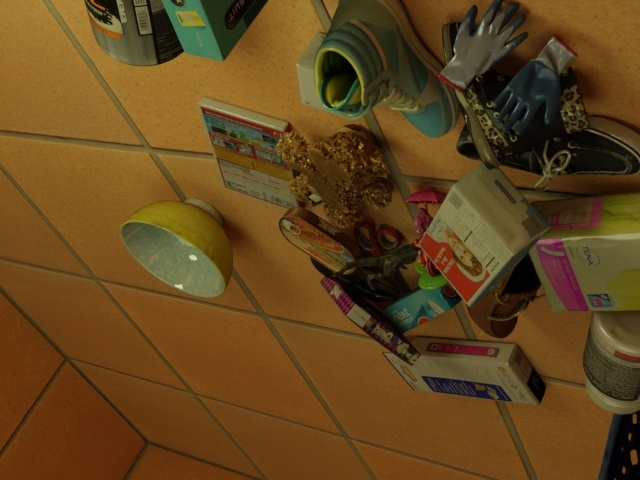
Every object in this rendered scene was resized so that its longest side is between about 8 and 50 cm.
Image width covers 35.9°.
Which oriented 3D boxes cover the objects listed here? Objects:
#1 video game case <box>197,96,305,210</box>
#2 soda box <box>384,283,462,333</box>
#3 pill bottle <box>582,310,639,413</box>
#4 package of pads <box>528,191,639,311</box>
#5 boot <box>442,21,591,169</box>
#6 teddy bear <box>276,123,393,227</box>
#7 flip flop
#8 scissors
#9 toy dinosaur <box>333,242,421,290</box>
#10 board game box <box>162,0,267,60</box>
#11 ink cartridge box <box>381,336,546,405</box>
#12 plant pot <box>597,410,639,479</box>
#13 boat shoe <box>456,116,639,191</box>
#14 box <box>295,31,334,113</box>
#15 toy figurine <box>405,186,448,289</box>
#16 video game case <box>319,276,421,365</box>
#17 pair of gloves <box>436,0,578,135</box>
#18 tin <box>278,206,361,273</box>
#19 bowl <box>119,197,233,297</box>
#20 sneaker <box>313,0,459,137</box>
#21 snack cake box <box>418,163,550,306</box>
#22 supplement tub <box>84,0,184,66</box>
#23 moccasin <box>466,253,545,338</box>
[{"bbox_3d":[-0.141,-0.175,2.092,0.204,0.025,0.285,19,150,20],"label":"video game case"},{"bbox_3d":[0.231,0.136,2.170,0.071,0.067,0.210,55,147,1],"label":"soda box"},{"bbox_3d":[0.589,0.211,1.892,0.161,0.161,0.283,19,150,19],"label":"pill bottle"},{"bbox_3d":[0.512,0.021,1.682,0.296,0.101,0.229,-4,138,28],"label":"package of pads"},{"bbox_3d":[0.297,-0.245,1.514,0.178,0.085,0.236,-18,96,20],"label":"boot"},{"bbox_3d":[0.034,-0.133,1.938,0.245,0.113,0.338,27,160,18],"label":"teddy bear"},{"bbox_3d":[0.080,0.055,2.214,0.112,0.080,0.277,-8,149,45],"label":"flip flop"},{"bbox_3d":[0.144,0.049,2.194,0.109,0.021,0.297,8,149,19],"label":"scissors"},{"bbox_3d":[0.145,0.048,2.051,0.268,0.064,0.118,-14,161,-11],"label":"toy dinosaur"},{"bbox_3d":[-0.155,-0.467,1.397,0.079,0.254,0.336,16,148,26],"label":"board game box"},{"bbox_3d":[0.342,0.312,2.384,0.371,0.069,0.176,-2,139,41],"label":"ink cartridge box"},{"bbox_3d":[0.760,0.472,2.092,0.236,0.236,0.212,-8,141,48],"label":"plant pot"},{"bbox_3d":[0.368,-0.143,1.587,0.306,0.105,0.113,19,150,20],"label":"boat shoe"},{"bbox_3d":[0.023,-0.284,1.699,0.102,0.087,0.101,20,150,18],"label":"box"},{"bbox_3d":[0.210,-0.018,1.902,0.130,0.173,0.159,-8,123,32],"label":"toy figurine"},{"bbox_3d":[0.112,0.178,2.276,0.210,0.042,0.232,38,-176,-21],"label":"video game case"},{"bbox_3d":[0.280,-0.256,1.460,0.198,0.023,0.159,38,111,5],"label":"pair of gloves"},{"bbox_3d":[0.000,0.000,2.070,0.189,0.040,0.106,34,144,2],"label":"tin"},{"bbox_3d":[-0.321,-0.010,2.386,0.289,0.156,0.289,23,151,13],"label":"bowl"},{"bbox_3d":[0.096,-0.236,1.584,0.127,0.208,0.319,-4,137,44],"label":"sneaker"},{"bbox_3d":[0.271,-0.006,1.682,0.152,0.089,0.264,50,160,12],"label":"snack cake box"},{"bbox_3d":[-0.304,-0.455,1.619,0.193,0.193,0.316,23,150,13],"label":"supplement tub"},{"bbox_3d":[0.372,0.070,1.913,0.147,0.139,0.380,27,143,25],"label":"moccasin"}]
